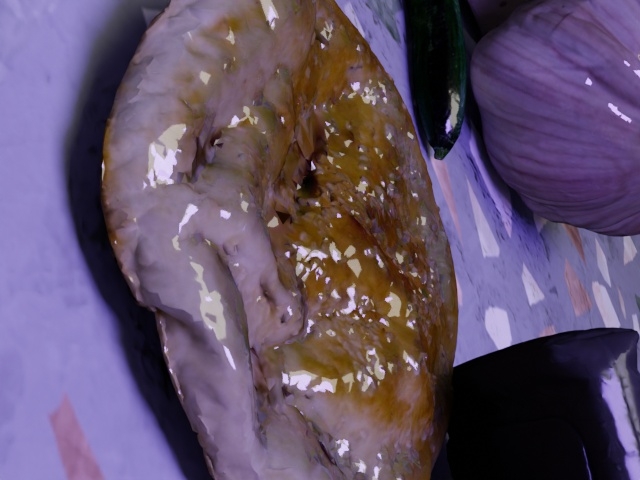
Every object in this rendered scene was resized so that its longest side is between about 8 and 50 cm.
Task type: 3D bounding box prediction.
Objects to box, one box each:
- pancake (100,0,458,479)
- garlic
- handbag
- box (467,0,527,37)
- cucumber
[{"bbox_3d":[0.001,0.000,0.749,0.387,0.082,0.387,39,43,-50],"label":"pancake"},{"bbox_3d":[0.317,-0.144,1.253,0.317,0.317,0.259,51,5,-36],"label":"garlic"},{"bbox_3d":[0.167,0.178,0.812,0.247,0.080,0.223,140,-63,-71],"label":"handbag"},{"bbox_3d":[0.256,-0.368,1.324,0.297,0.225,0.190,51,28,-55],"label":"box"},{"bbox_3d":[0.110,-0.204,1.154,0.056,0.056,0.284,37,42,-50],"label":"cucumber"}]
